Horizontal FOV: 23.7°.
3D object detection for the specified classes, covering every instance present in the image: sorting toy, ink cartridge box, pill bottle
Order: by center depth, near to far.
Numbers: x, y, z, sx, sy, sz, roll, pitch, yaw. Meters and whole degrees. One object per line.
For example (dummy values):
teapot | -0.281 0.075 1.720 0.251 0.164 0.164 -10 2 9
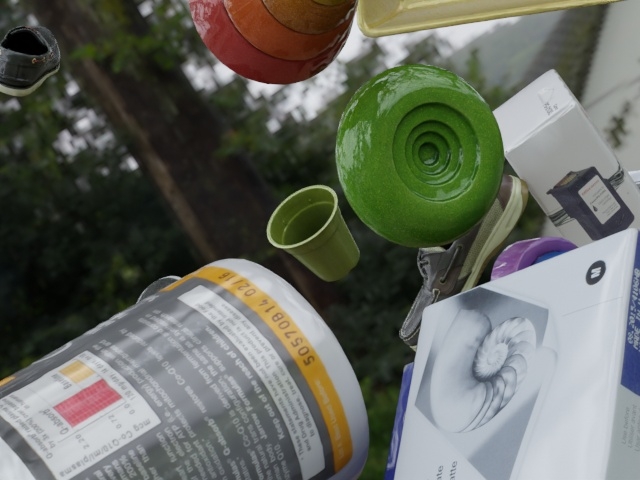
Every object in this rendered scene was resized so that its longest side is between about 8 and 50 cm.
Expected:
ink cartridge box | 0.082 0.123 0.792 0.224 0.045 0.223 -28 40 47
pill bottle | -0.121 0.136 0.851 0.278 0.162 0.162 -29 -9 -30
sorting toy | 0.075 -0.079 0.993 0.127 0.365 0.126 -48 15 -20
ink cartridge box | 0.302 -0.061 1.747 0.100 0.237 0.172 -35 16 11

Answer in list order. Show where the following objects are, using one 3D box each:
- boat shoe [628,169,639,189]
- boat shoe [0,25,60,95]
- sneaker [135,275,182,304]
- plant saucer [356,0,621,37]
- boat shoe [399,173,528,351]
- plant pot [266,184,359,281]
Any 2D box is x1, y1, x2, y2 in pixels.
boat shoe | 0.491 -0.063 2.173 0.229 0.076 0.080 -6 -16 28
boat shoe | -0.258 -0.168 1.360 0.133 0.049 0.042 -81 6 -67
sneaker | -0.159 0.108 1.232 0.105 0.147 0.295 -23 39 23
plant saucer | 0.201 -0.412 1.826 0.333 0.332 0.081 -7 -11 12
boat shoe | 0.140 0.016 1.658 0.223 0.073 0.080 -58 16 16
plant pot | 0.000 0.000 1.576 0.083 0.079 0.083 -22 39 20
